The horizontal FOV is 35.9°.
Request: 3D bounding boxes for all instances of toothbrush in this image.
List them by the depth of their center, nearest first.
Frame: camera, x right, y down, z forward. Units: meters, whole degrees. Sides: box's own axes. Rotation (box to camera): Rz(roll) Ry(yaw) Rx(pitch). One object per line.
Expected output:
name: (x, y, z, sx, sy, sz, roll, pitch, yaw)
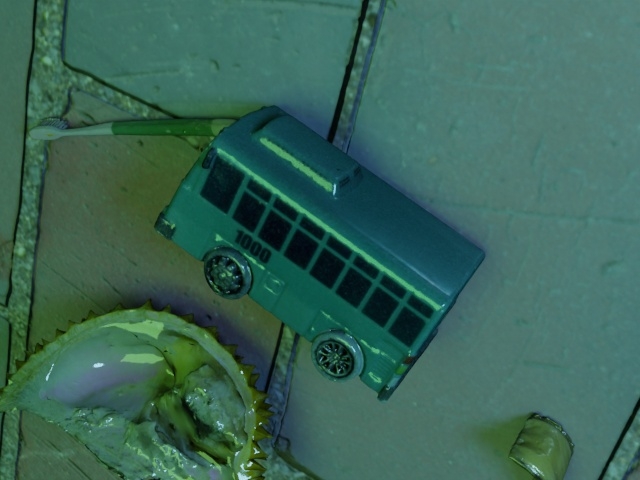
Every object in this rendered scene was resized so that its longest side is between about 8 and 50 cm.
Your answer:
toothbrush: (-0.187, -0.111, 0.977, 0.257, 0.024, 0.018, 3, 133, 28)

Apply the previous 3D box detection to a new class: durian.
durian: (-0.158, 0.172, 0.999, 0.306, 0.166, 0.172, 34, 122, 12)

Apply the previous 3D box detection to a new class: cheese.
cheese: (0.200, 0.205, 0.876, 0.041, 0.060, 0.084, 0, 118, 29)

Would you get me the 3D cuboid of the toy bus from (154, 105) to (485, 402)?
toy bus: (0.000, 0.000, 0.855, 0.256, 0.128, 0.147, 36, 123, 9)
